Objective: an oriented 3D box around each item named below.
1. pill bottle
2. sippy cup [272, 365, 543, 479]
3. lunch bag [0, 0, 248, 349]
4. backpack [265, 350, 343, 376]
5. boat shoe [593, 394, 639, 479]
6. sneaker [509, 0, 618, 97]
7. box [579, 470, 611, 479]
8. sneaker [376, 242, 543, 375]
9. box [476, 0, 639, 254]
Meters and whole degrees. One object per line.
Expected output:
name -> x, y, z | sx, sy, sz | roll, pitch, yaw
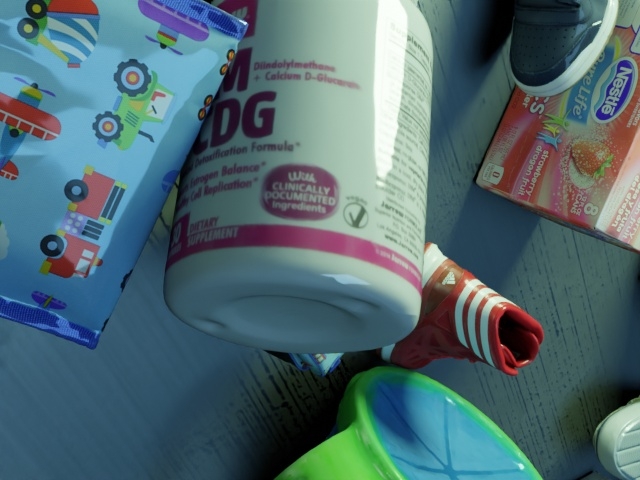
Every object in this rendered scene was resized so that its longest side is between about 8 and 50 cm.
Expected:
pill bottle -> -0.007, -0.080, 0.671 | 0.160, 0.160, 0.283 | 30, 57, -45
sippy cup -> 0.063, 0.273, 0.919 | 0.306, 0.240, 0.224 | 33, 111, -10
lunch bag -> -0.228, -0.094, 0.573 | 0.293, 0.138, 0.220 | 22, 96, -36
backpack -> 0.000, 0.000, 0.816 | 0.173, 0.117, 0.158 | -44, 133, -22
boat shoe -> 0.441, 0.255, 1.340 | 0.302, 0.094, 0.109 | 3, 97, -44
sneaker -> 0.206, -0.278, 0.880 | 0.153, 0.099, 0.282 | 23, 86, -50
box -> 0.311, 0.403, 1.334 | 0.186, 0.038, 0.145 | -15, 119, -35
sneaker -> 0.125, 0.096, 0.914 | 0.087, 0.128, 0.221 | -51, 162, -13
box -> 0.303, -0.152, 0.990 | 0.142, 0.154, 0.299 | 20, 94, -45
